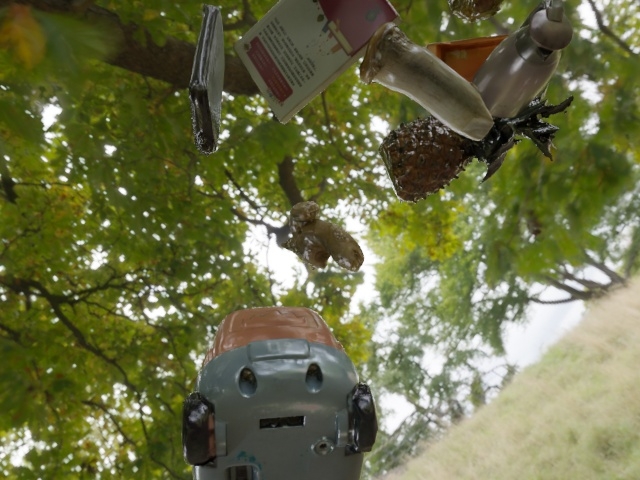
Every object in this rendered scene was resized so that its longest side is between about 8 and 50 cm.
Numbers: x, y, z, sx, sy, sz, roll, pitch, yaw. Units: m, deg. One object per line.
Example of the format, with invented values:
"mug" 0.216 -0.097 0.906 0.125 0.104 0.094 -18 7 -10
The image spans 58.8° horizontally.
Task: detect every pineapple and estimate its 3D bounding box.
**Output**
"pineapple" 0.298 -0.188 1.076 0.365 0.165 0.165 -18 -33 5

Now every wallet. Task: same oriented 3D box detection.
"wallet" -0.191 -0.278 0.973 0.149 0.044 0.250 97 173 -55

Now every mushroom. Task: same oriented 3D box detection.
"mushroom" 0.148 -0.205 0.766 0.084 0.209 0.071 -57 10 9

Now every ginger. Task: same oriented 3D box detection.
"ginger" 0.004 0.010 0.998 0.059 0.214 0.132 -22 -49 -33

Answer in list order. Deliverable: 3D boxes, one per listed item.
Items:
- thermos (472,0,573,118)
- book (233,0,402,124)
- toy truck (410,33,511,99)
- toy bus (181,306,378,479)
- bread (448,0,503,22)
"thermos" 0.323 -0.296 0.893 0.193 0.105 0.137 107 -179 -76
"book" -0.012 -0.308 0.849 0.232 0.162 0.022 -37 -18 21
"toy truck" 0.305 -0.360 1.190 0.135 0.271 0.114 -12 -80 -66
"toy bus" -0.057 0.211 0.666 0.194 0.232 0.287 -3 -62 -10
"bread" 0.193 -0.452 0.858 0.098 0.269 0.087 -32 -8 30
